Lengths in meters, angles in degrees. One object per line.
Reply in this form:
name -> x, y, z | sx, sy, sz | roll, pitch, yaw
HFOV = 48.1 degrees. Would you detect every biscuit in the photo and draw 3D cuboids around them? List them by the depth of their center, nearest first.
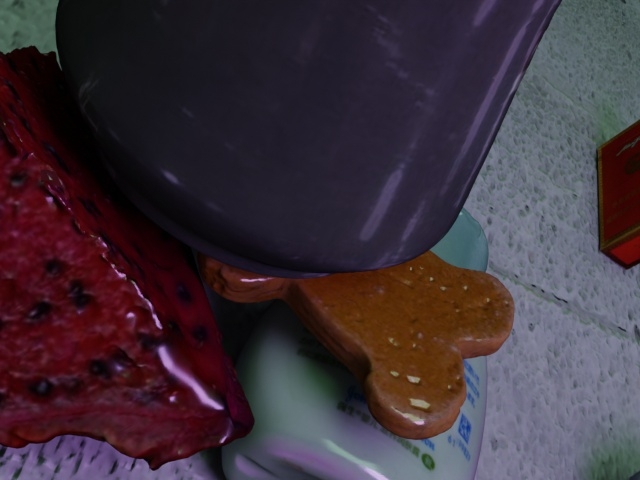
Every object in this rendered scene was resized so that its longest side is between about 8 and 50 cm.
biscuit -> -0.001, 0.002, 0.565 | 0.324, 0.049, 0.205 | 39, 43, 13

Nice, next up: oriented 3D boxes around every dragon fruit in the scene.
dragon fruit -> -0.180, 0.025, 0.453 | 0.330, 0.240, 0.302 | 43, 64, 3

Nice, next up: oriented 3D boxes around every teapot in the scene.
teapot -> 0.037, -0.198, 0.459 | 0.305, 0.362, 0.376 | 31, 39, -12

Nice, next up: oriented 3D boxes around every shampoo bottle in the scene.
shampoo bottle -> 0.058, 0.088, 0.650 | 0.221, 0.151, 0.350 | 32, 48, -6

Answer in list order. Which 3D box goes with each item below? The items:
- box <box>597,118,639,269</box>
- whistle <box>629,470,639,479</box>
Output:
box -> 0.508, -0.089, 1.102 | 0.074, 0.153, 0.240 | 29, 49, -14
whistle -> 0.375, 0.368, 0.737 | 0.189, 0.189, 0.348 | 28, 71, -20
